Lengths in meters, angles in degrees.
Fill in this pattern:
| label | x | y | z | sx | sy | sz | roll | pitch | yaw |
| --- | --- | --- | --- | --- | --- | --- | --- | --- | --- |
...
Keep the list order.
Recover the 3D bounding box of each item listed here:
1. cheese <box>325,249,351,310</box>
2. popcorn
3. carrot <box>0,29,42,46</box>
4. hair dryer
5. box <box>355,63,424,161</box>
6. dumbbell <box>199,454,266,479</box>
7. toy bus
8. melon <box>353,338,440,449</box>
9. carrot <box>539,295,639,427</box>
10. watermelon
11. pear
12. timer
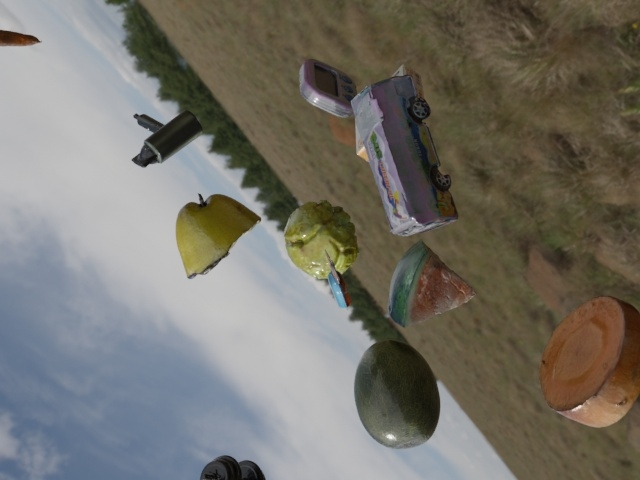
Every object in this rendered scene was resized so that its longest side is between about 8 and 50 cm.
| label | x | y | z | sx | sy | sz | roll | pitch | yaw |
| --- | --- | --- | --- | --- | --- | --- | --- | --- | --- |
| cheese | 0.040 | 0.098 | 1.440 | 0.256 | 0.037 | 0.106 | 75 | 172 | -66 |
| popcorn | 0.000 | 0.000 | 1.701 | 0.221 | 0.204 | 0.184 | 62 | -152 | 4 |
| carrot | -0.834 | -0.535 | 1.608 | 0.057 | 0.057 | 0.224 | 50 | -154 | 5 |
| hair dryer | -0.464 | -0.291 | 1.661 | 0.248 | 0.195 | 0.078 | 30 | 152 | 40 |
| box | 0.226 | -0.414 | 2.023 | 0.091 | 0.274 | 0.220 | 26 | -140 | -23 |
| dumbbell | -0.183 | 0.511 | 1.290 | 0.099 | 0.099 | 0.208 | 51 | -173 | 39 |
| toy bus | 0.162 | -0.169 | 1.216 | 0.112 | 0.138 | 0.316 | -30 | 76 | 53 |
| melon | 0.214 | 0.426 | 1.713 | 0.237 | 0.238 | 0.301 | 49 | -155 | -50 |
| carrot | 0.633 | 0.270 | 1.417 | 0.100 | 0.307 | 0.258 | 25 | 165 | -15 |
| watermelon | 0.327 | 0.096 | 1.922 | 0.292 | 0.319 | 0.222 | -136 | 32 | -66 |
| pear | -0.311 | -0.034 | 1.683 | 0.178 | 0.267 | 0.267 | 48 | -179 | -7 |
| timer | 0.024 | -0.468 | 1.879 | 0.191 | 0.069 | 0.208 | 20 | -138 | -21 |
